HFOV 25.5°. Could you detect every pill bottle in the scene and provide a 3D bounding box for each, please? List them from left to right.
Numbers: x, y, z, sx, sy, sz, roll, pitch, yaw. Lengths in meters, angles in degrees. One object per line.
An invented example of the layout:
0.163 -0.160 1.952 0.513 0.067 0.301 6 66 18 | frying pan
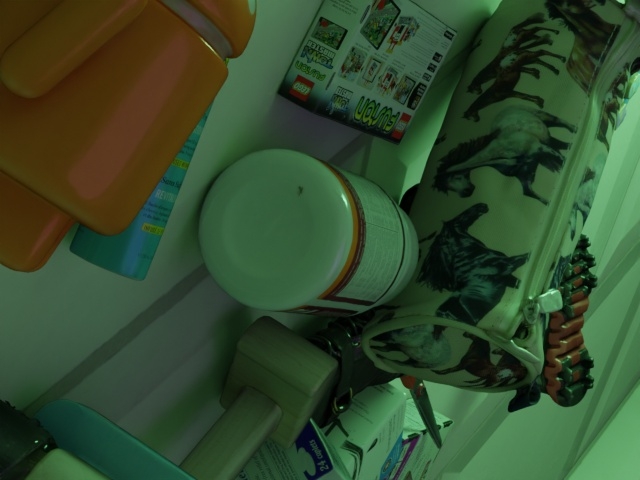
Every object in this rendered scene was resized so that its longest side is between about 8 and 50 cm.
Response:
0.000 0.000 1.127 0.121 0.121 0.221 -62 160 5 | pill bottle

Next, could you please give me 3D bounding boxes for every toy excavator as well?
-0.145 0.226 1.045 0.433 0.222 0.445 -56 173 -9 | toy excavator

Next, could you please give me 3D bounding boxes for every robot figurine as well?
-0.116 -0.090 0.720 0.219 0.128 0.158 -57 147 -6 | robot figurine

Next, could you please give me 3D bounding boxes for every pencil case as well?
0.186 -0.054 1.314 0.160 0.183 0.410 43 60 -39 | pencil case

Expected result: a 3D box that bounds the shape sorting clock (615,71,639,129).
0.383 -0.192 1.878 0.206 0.040 0.206 -49 157 -28 | shape sorting clock

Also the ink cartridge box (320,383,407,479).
0.001 0.253 1.528 0.203 0.086 0.148 -48 157 -30 | ink cartridge box

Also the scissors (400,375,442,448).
0.104 0.169 1.652 0.109 0.021 0.297 -50 144 -41 | scissors

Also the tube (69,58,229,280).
-0.098 -0.078 0.908 0.080 0.052 0.207 11 102 -79 | tube

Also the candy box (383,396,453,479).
0.069 0.288 1.760 0.159 0.071 0.233 -64 159 10 | candy box

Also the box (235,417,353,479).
-0.045 0.236 1.333 0.137 0.072 0.126 -30 151 0 | box

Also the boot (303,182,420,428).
0.039 0.086 1.394 0.229 0.091 0.263 -27 138 -47 | boot

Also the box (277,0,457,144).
0.044 -0.146 1.150 0.114 0.036 0.207 -62 160 7 | box

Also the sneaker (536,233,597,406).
0.335 0.106 2.103 0.098 0.135 0.276 -15 110 -46 | sneaker
